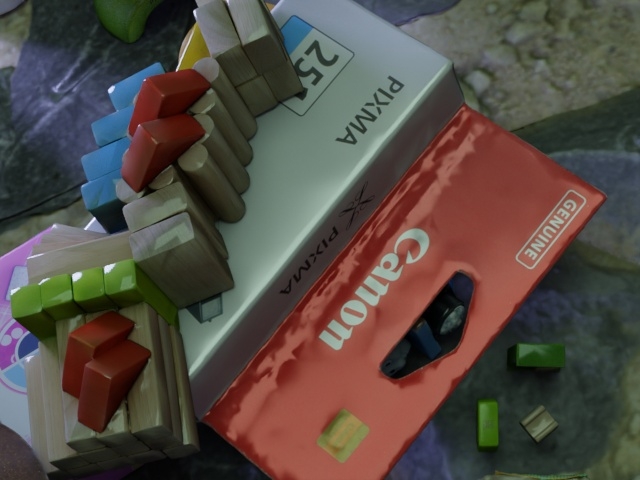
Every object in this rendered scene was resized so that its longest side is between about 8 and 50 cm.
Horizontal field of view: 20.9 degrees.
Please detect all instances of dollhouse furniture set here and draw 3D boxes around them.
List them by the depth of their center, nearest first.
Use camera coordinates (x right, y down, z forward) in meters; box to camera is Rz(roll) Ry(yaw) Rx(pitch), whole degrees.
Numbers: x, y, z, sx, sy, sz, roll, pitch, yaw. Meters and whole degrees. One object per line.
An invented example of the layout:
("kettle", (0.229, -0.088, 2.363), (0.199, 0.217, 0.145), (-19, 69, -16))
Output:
("dollhouse furniture set", (0.142, 0.146, 1.173), (0.076, 0.058, 0.152), (0, 81, 2))

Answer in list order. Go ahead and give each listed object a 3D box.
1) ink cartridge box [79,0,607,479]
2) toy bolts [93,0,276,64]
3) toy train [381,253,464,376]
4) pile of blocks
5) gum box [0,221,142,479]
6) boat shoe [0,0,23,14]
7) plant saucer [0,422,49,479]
("ink cartridge box", (0.000, 0.000, 1.164), (0.261, 0.066, 0.296), (35, 80, 24))
("toy bolts", (-0.065, -0.236, 1.335), (0.228, 0.158, 0.218), (-36, 62, -9))
("toy train", (0.014, 0.025, 1.233), (0.184, 0.080, 0.105), (38, 83, 24))
("pile of blocks", (-0.122, -0.028, 1.108), (0.149, 0.113, 0.362), (9, 70, 19))
("gum box", (-0.189, 0.087, 1.242), (0.107, 0.062, 0.188), (-32, 62, -8))
("boat shoe", (-0.334, -0.333, 1.472), (0.116, 0.097, 0.324), (-25, 61, -3))
("plant saucer", (-0.271, 0.255, 1.079), (0.310, 0.050, 0.311), (-24, 54, 39))
